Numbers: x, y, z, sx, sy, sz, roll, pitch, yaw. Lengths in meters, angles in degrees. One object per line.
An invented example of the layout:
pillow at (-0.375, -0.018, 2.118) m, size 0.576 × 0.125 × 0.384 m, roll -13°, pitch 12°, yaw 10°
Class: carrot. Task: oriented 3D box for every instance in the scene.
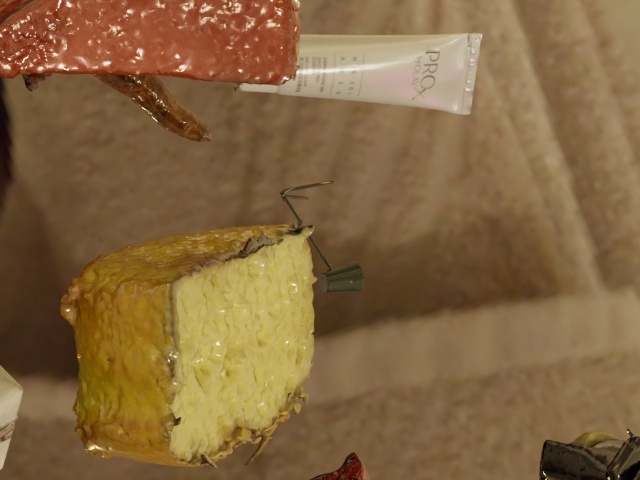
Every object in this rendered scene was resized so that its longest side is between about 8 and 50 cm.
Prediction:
carrot at (-0.151, -0.129, 1.567) m, size 0.165 × 0.036 × 0.035 m, roll 37°, pitch 133°, yaw -25°

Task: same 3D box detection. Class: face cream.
face cream at (0.035, -0.170, 1.916) m, size 0.243 × 0.058 × 0.092 m, roll 2°, pitch 124°, yaw -8°

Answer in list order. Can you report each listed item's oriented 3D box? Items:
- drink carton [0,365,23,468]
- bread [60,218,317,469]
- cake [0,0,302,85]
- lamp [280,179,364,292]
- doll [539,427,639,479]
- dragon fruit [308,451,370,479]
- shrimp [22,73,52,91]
drink carton at (-0.407, 0.080, 1.466) m, size 0.194 × 0.324 × 0.132 m, roll -34°, pitch 160°, yaw -35°
bread at (-0.105, 0.073, 1.388) m, size 0.147 × 0.160 × 0.260 m, roll 4°, pitch -164°, yaw 23°
cake at (-0.144, -0.149, 1.415) m, size 0.262 × 0.160 × 0.158 m, roll -33°, pitch -158°, yaw -7°
lamp at (0.000, 0.001, 1.988) m, size 0.054 × 0.121 × 0.041 m, roll -11°, pitch 164°, yaw -28°
doll at (0.200, 0.199, 1.268) m, size 0.127 × 0.088 × 0.249 m, roll 1°, pitch 140°, yaw 13°
dragon fruit at (-0.013, 0.229, 1.460) m, size 0.192 × 0.122 × 0.092 m, roll -43°, pitch 153°, yaw -65°
shrimp at (-0.293, -0.138, 1.641) m, size 0.143 × 0.052 × 0.251 m, roll -6°, pitch 150°, yaw -2°
